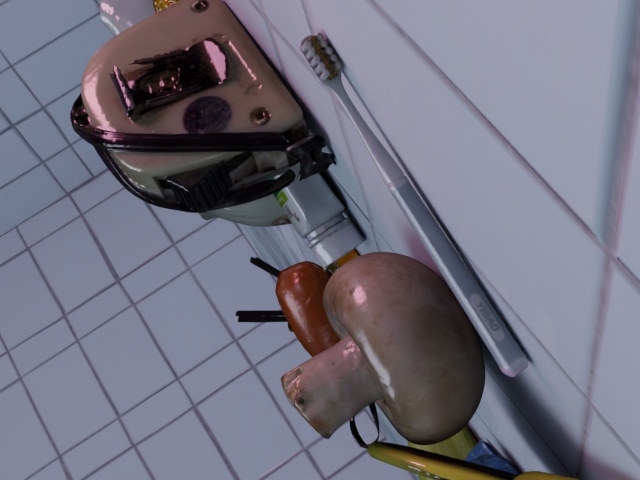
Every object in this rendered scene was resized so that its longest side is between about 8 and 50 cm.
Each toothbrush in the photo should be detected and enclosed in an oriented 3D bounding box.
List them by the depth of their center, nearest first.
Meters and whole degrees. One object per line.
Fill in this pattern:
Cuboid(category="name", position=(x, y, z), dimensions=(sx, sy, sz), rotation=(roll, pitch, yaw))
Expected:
Cuboid(category="toothbrush", position=(0.081, -0.030, 0.847), dimensions=(0.342, 0.025, 0.030), rotation=(58, 171, -4))

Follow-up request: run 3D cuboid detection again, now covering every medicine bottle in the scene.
Cuboid(category="medicine bottle", position=(-0.020, -0.057, 1.268), dimensions=(0.183, 0.069, 0.119), rotation=(55, 171, 2))

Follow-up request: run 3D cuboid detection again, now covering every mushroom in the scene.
Cuboid(category="mushroom", position=(0.056, 0.118, 0.982), dimensions=(0.204, 0.204, 0.204), rotation=(56, 174, 9))

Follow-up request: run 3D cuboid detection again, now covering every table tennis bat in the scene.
Cuboid(category="table tennis bat", position=(0.180, 0.233, 0.922), dimensions=(0.224, 0.054, 0.368), rotation=(19, 171, -18))

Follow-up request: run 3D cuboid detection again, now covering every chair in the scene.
Cuboid(category="chair", position=(-0.053, 0.145, 2.181), dimensions=(0.247, 0.172, 0.159), rotation=(14, 178, -7))

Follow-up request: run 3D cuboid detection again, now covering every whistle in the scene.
Cuboid(category="whistle", position=(0.210, 0.306, 1.267), dimensions=(0.090, 0.090, 0.158), rotation=(60, 174, -29))

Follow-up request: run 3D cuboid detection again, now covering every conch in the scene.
Cuboid(category="conch", position=(-0.295, -0.344, 1.688), dimensions=(0.185, 0.121, 0.221), rotation=(55, 167, 52))

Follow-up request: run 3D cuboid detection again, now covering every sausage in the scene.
Cuboid(category="sausage", position=(0.008, 0.147, 1.825), dimensions=(0.258, 0.133, 0.133), rotation=(61, 172, -25))

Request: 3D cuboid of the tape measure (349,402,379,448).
Cuboid(category="tape measure", position=(0.089, 0.186, 1.233), dimensions=(0.104, 0.180, 0.107), rotation=(30, 156, 39))

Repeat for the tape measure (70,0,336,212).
Cuboid(category="tape measure", position=(-0.152, -0.137, 1.137), dimensions=(0.271, 0.231, 0.133), rotation=(54, 171, 24))

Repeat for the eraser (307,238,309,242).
Cuboid(category="eraser", position=(0.000, 0.000, 1.584), dimensions=(0.085, 0.027, 0.063), rotation=(52, 171, 43))

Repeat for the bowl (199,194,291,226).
Cuboid(category="bowl", position=(-0.148, -0.132, 1.479), dimensions=(0.337, 0.157, 0.337), rotation=(55, 173, 10))

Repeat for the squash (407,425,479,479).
Cuboid(category="squash", position=(0.196, 0.324, 1.428), dimensions=(0.137, 0.137, 0.287), rotation=(71, 176, -66))

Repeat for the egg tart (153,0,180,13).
Cuboid(category="egg tart", position=(-0.188, -0.312, 1.334), dimensions=(0.130, 0.052, 0.130), rotation=(50, 162, 23))

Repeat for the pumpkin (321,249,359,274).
Cuboid(category="pumpkin", position=(0.027, 0.029, 1.416), dimensions=(0.083, 0.054, 0.074), rotation=(60, 171, 19))
